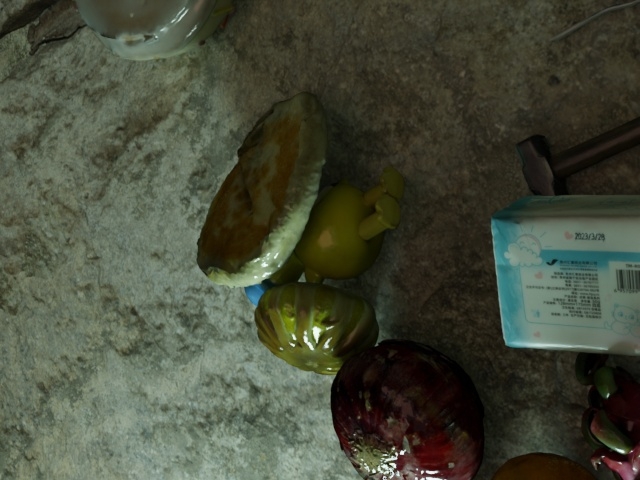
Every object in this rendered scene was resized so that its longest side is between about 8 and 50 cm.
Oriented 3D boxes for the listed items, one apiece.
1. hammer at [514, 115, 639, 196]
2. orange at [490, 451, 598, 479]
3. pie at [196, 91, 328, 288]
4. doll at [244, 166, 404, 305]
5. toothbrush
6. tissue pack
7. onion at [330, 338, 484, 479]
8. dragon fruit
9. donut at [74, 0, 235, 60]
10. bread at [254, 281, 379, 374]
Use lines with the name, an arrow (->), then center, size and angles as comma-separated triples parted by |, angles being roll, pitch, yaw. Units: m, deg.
hammer -> 0.428, -0.146, 1.265 | 0.365, 0.043, 0.111 | -26, 78, 34
orange -> 0.304, 0.369, 1.302 | 0.177, 0.178, 0.155 | 54, 133, 22
pie -> -0.087, -0.079, 1.544 | 0.339, 0.077, 0.339 | -42, 32, 34
doll -> 0.000, 0.000, 1.553 | 0.363, 0.145, 0.199 | -30, 34, 43
toothbrush -> 0.380, -0.302, 1.309 | 0.162, 0.014, 0.017 | -26, 91, 35
tissue pack -> 0.366, 0.041, 1.250 | 0.271, 0.124, 0.201 | 2, 112, 36
onion -> 0.128, 0.259, 1.421 | 0.246, 0.190, 0.246 | 18, 124, 30
dragon fruit -> 0.422, 0.258, 1.205 | 0.273, 0.218, 0.198 | 13, 63, 41
donut -> -0.280, -0.500, 1.719 | 0.383, 0.142, 0.382 | 3, 94, 36
bread -> -0.009, 0.141, 1.505 | 0.213, 0.213, 0.104 | -5, 59, 37
